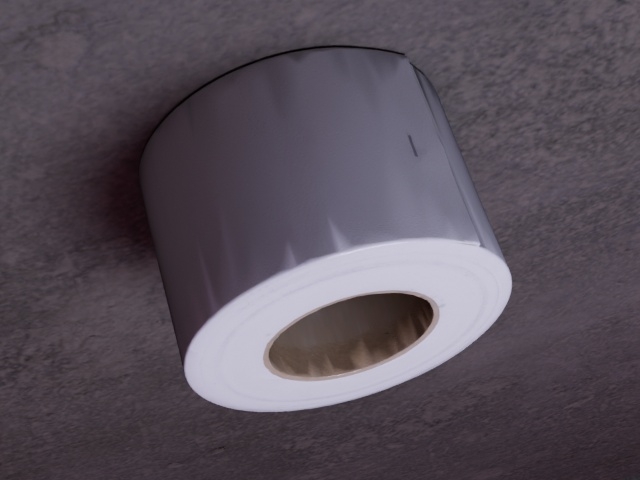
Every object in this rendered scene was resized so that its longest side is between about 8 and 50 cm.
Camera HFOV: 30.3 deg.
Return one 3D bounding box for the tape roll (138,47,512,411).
[{"bbox_3d":[0.000,0.000,0.879,0.246,0.169,0.246,-13,151,-7],"label":"tape roll"}]
